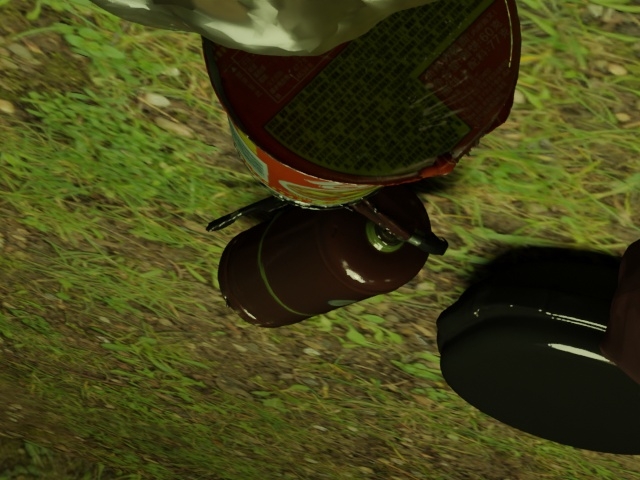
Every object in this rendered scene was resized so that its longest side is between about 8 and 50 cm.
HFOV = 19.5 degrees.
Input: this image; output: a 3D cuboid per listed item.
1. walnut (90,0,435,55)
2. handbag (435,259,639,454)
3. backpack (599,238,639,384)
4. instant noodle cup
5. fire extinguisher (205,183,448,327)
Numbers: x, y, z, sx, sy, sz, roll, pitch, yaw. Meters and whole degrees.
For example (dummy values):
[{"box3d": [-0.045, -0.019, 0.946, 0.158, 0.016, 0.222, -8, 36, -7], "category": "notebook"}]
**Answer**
[{"box3d": [-0.029, -0.217, 0.759, 0.253, 0.282, 0.277, -35, 147, 15], "category": "walnut"}, {"box3d": [0.231, 0.102, 1.642, 0.254, 0.093, 0.308, 24, 160, -10], "category": "handbag"}, {"box3d": [0.374, 0.075, 1.275, 0.317, 0.197, 0.283, 17, 172, -5], "category": "backpack"}, {"box3d": [0.014, -0.102, 1.188, 0.193, 0.193, 0.212, 19, 168, -2], "category": "instant noodle cup"}, {"box3d": [0.000, 0.000, 1.552, 0.141, 0.105, 0.341, 23, 163, -16], "category": "fire extinguisher"}]
